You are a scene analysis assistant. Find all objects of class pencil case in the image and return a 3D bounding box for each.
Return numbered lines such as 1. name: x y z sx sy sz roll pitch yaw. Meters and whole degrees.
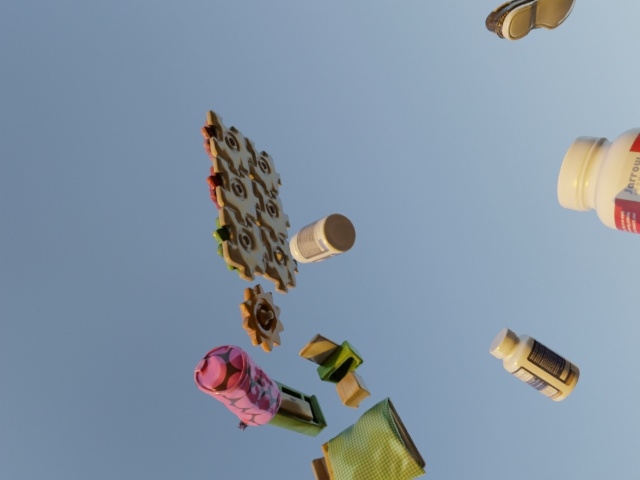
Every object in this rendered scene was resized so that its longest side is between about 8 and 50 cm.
1. pencil case: -0.136 0.245 0.804 0.209 0.098 0.095 74 -144 -53

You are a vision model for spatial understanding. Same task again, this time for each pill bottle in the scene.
1. pill bottle: 0.738 -0.113 1.003 0.229 0.408 0.228 -17 -65 -41
2. pill bottle: 0.000 0.000 0.937 0.078 0.137 0.078 9 -108 -31
3. pill bottle: 0.329 0.188 0.751 0.120 0.067 0.067 33 -115 9

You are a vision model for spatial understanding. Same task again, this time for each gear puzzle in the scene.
1. gear puzzle: -0.099 -0.007 0.676 0.175 0.044 0.338 32 -139 -56

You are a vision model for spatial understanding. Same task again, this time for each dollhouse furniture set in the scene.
1. dollhouse furniture set: 0.021 0.338 0.897 0.197 0.301 0.151 -47 -55 11

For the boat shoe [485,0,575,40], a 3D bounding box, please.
1. boat shoe: 0.245 -0.263 0.559 0.125 0.038 0.046 -30 -44 -20
